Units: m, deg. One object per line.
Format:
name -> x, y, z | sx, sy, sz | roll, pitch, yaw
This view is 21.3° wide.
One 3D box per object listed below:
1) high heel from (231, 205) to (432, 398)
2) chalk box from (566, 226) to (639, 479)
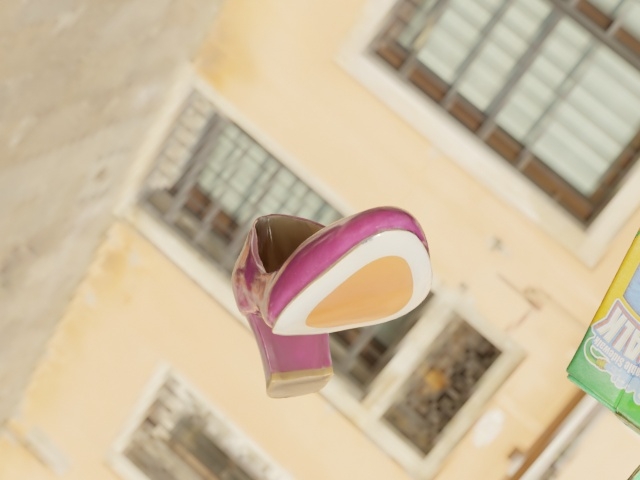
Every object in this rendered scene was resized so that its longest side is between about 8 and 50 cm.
high heel -> 0.000, 0.000, 0.932 | 0.082, 0.117, 0.244 | -6, 161, -11
chalk box -> 0.242, 0.066, 0.959 | 0.132, 0.132, 0.213 | 13, 106, -43
